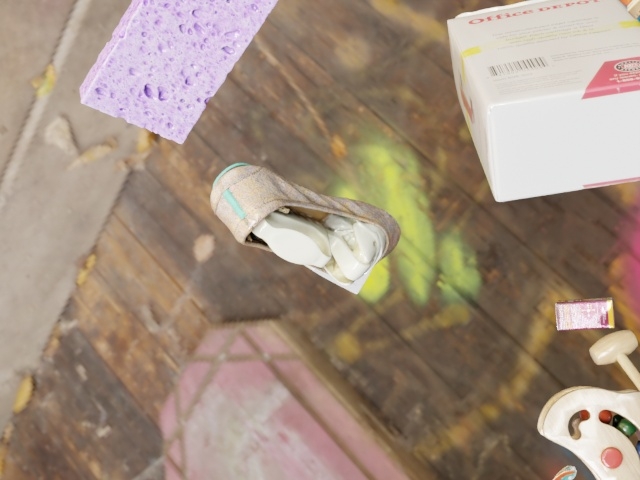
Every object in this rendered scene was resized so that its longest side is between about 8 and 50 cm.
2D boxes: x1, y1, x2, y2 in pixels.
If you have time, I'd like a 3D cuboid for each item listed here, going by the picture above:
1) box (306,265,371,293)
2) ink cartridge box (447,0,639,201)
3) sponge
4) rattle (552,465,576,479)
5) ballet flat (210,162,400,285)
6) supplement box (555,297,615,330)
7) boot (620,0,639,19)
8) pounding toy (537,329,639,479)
[{"bbox_3d":[0.025,0.007,1.687,0.101,0.087,0.102,30,89,-38],"label":"box"},{"bbox_3d":[0.363,-0.231,1.733,0.279,0.384,0.160,-9,120,3],"label":"ink cartridge box"},{"bbox_3d":[-0.135,-0.200,1.114,0.117,0.031,0.210,23,120,-29],"label":"sponge"},{"bbox_3d":[0.345,0.458,1.916,0.130,0.143,0.199,-18,117,-48],"label":"rattle"},{"bbox_3d":[0.000,0.000,1.371,0.316,0.106,0.107,16,120,-43],"label":"ballet flat"},{"bbox_3d":[0.395,0.109,1.697,0.055,0.083,0.043,-11,96,-75],"label":"supplement box"},{"bbox_3d":[0.347,-0.304,1.200,0.059,0.084,0.158,-36,174,-22],"label":"boot"},{"bbox_3d":[0.377,0.265,1.495,0.154,0.269,0.155,-17,174,3],"label":"pounding toy"}]
